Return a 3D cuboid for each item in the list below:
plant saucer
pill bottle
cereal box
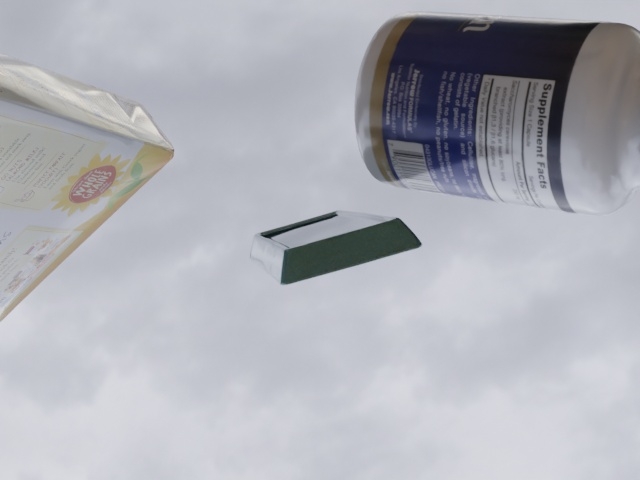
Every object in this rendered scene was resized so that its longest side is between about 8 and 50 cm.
[{"bbox_3d":[0.000,0.000,0.607,0.067,0.192,0.018,-16,-86,-7],"label":"plant saucer"},{"bbox_3d":[0.110,-0.063,0.572,0.169,0.094,0.094,10,-140,30],"label":"pill bottle"},{"bbox_3d":[-0.201,-0.023,0.592,0.047,0.173,0.240,54,-165,19],"label":"cereal box"}]
